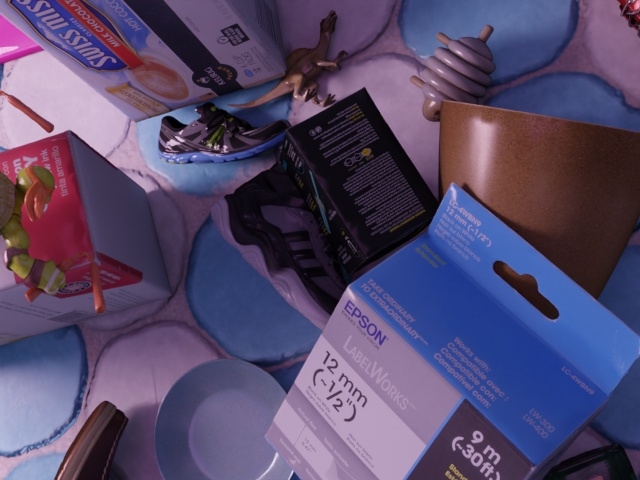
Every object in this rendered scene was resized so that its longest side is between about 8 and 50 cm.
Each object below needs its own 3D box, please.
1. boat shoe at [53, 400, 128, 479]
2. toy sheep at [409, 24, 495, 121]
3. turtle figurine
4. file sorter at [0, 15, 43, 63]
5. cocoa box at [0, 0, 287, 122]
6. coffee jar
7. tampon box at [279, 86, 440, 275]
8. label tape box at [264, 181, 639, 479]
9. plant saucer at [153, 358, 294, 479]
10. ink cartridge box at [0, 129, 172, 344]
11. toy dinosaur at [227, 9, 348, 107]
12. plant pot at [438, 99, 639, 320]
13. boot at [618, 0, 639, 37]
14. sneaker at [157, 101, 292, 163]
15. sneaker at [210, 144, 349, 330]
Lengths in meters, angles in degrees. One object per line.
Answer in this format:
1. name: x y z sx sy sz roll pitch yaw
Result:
1. boat shoe: -0.297 0.375 1.083 0.123 0.123 0.342 22 83 -11
2. toy sheep: 0.163 -0.200 1.031 0.091 0.091 0.132 36 112 18
3. turtle figurine: -0.339 -0.009 0.847 0.217 0.087 0.269 -30 77 0
4. file sorter: -0.471 -0.423 1.200 0.202 0.182 0.291 -14 79 15
5. cocoa box: -0.218 -0.332 1.011 0.228 0.347 0.231 -16 68 15
6. coffee jar: 0.314 0.317 0.914 0.096 0.079 0.184 -26 76 11
7. tampon box: 0.041 -0.061 0.952 0.101 0.120 0.161 -30 85 -11
8. label tape box: 0.113 0.156 0.862 0.249 0.115 0.348 44 127 26
9. plant saucer: -0.113 0.245 1.073 0.195 0.037 0.195 -2 81 15
10. ink cartridge box: -0.412 0.032 1.034 0.384 0.279 0.160 -17 79 3
11. toy dinosaur: -0.025 -0.208 1.115 0.183 0.053 0.092 -44 56 4
12. plant pot: 0.222 -0.008 0.928 0.237 0.237 0.254 13 100 18
13. boot: 0.365 -0.244 0.979 0.244 0.088 0.176 24 91 15
14. sneaker: -0.127 -0.140 1.112 0.188 0.067 0.078 -1 100 19
15. sneaker: 0.000 0.000 1.041 0.268 0.101 0.153 43 94 17
